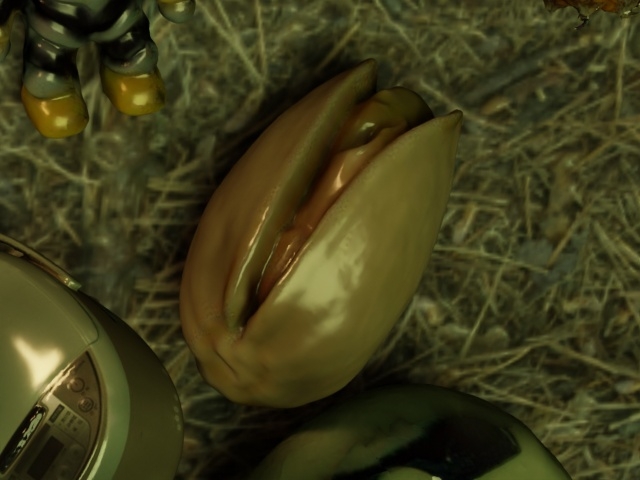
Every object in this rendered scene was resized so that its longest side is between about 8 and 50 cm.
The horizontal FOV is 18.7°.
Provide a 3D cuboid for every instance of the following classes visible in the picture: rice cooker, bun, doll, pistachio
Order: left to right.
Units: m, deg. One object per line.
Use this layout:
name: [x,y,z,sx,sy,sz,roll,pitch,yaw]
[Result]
rice cooker: [-0.164,0.087,1.059,0.145,0.206,0.127,-55,137,3]
doll: [-0.140,-0.204,1.011,0.146,0.103,0.316,-3,124,1]
pistachio: [0.000,0.000,1.140,0.144,0.144,0.215,36,86,-31]
bun: [0.038,0.227,1.229,0.283,0.179,0.283,1,88,-30]

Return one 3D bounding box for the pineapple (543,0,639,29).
pineapple: [0.159,-0.198,1.151,0.176,0.137,0.161,-38,77,-14]
